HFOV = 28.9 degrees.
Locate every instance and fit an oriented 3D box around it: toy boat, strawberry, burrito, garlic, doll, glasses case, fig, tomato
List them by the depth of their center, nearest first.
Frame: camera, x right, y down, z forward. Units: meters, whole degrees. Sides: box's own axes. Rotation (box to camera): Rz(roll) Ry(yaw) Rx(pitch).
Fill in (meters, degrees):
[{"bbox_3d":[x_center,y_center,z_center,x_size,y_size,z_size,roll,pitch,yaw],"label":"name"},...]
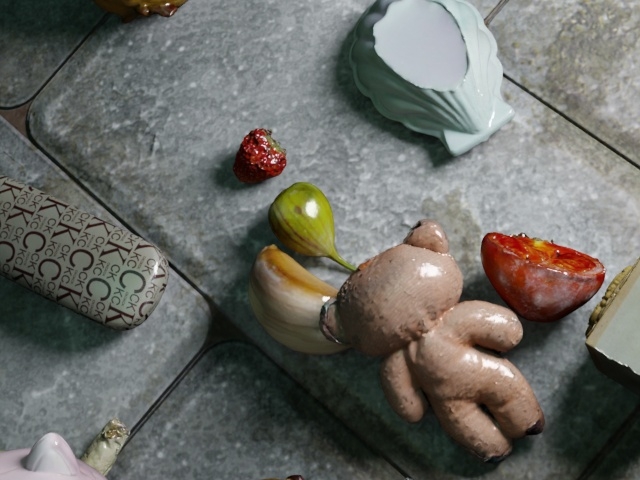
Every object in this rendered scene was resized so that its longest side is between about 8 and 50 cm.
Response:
[{"bbox_3d":[0.267,0.051,1.544,0.159,0.139,0.091,16,106,-6],"label":"tomato"},{"bbox_3d":[0.152,0.134,1.551,0.201,0.156,0.303,-38,98,9],"label":"doll"},{"bbox_3d":[-0.013,0.095,1.634,0.207,0.128,0.115,23,104,15],"label":"garlic"},{"bbox_3d":[-0.006,-0.005,1.667,0.093,0.093,0.166,-39,67,2],"label":"fig"},{"bbox_3d":[-0.322,0.326,1.684,0.045,0.041,0.185,38,84,-18],"label":"burrito"},{"bbox_3d":[0.145,-0.253,1.697,0.199,0.100,0.290,-37,64,3],"label":"toy boat"},{"bbox_3d":[-0.089,-0.113,1.741,0.083,0.073,0.073,-42,65,16],"label":"strawberry"},{"bbox_3d":[-0.377,0.015,1.776,0.355,0.085,0.137,24,82,23],"label":"glasses case"}]

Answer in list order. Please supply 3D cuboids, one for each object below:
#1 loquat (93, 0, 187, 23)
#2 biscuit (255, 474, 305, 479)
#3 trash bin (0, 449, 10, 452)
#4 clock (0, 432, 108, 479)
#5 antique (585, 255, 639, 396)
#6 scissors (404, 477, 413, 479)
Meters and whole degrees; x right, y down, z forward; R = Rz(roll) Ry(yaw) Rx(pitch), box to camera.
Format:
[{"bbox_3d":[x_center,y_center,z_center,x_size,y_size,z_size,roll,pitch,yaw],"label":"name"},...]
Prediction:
[{"bbox_3d":[-0.266,-0.443,1.821,0.193,0.238,0.238,1,72,35],"label":"loquat"},{"bbox_3d":[-0.049,0.442,1.539,0.296,0.075,0.295,-3,72,9],"label":"biscuit"},{"bbox_3d":[-0.424,0.320,1.714,0.092,0.043,0.061,-2,72,15],"label":"trash bin"},{"bbox_3d":[-0.405,0.414,1.530,0.377,0.368,0.250,-35,27,0],"label":"clock"},{"bbox_3d":[0.402,0.108,1.469,0.148,0.152,0.146,33,84,26],"label":"antique"},{"bbox_3d":[0.108,0.393,1.519,0.021,0.110,0.212,-39,41,44],"label":"scissors"}]
